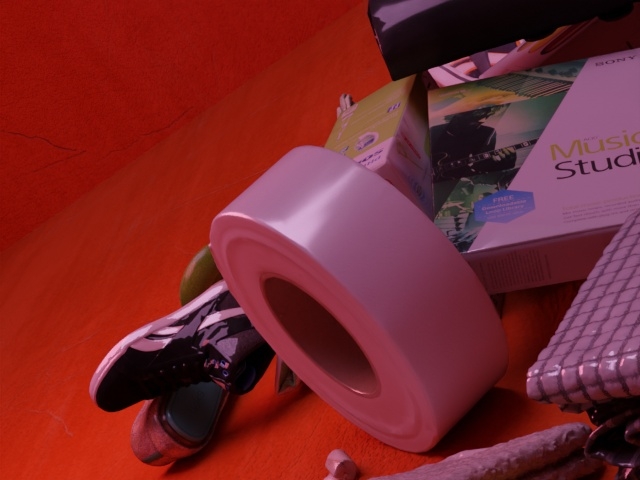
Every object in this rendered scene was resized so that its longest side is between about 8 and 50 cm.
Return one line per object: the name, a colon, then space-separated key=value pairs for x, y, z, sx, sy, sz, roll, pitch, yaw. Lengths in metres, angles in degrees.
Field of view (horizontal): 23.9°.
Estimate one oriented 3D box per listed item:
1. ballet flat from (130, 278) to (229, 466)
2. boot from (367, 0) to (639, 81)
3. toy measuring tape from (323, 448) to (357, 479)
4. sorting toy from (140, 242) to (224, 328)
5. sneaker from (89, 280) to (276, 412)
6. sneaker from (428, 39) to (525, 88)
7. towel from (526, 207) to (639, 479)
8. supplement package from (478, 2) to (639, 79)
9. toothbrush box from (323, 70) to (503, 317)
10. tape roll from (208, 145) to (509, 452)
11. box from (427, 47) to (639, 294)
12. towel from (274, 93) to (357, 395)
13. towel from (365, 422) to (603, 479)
ballet flat: x=-0.148 y=0.154 z=1.813 sx=0.106 sy=0.107 sz=0.316 roll=-43 pitch=8 yaw=37
boot: x=0.265 y=-0.260 z=1.527 sx=0.445 sy=0.146 sz=0.367 roll=-10 pitch=21 yaw=8
toy measuring tape: x=-0.123 y=0.273 z=1.375 sx=0.330 sy=0.121 sz=0.121 roll=-39 pitch=15 yaw=-7
sorting toy: x=-0.085 y=0.060 z=2.008 sx=0.365 sy=0.127 sz=0.126 roll=-45 pitch=46 yaw=-16
sneaker: x=-0.144 y=0.140 z=1.653 sx=0.217 sy=0.079 sz=0.121 roll=-36 pitch=50 yaw=-4
sneaker: x=0.233 y=-0.207 z=1.987 sx=0.127 sy=0.126 sz=0.321 roll=-43 pitch=27 yaw=-7
towel: x=0.312 y=0.046 z=1.080 sx=0.235 sy=0.121 sz=0.284 roll=-20 pitch=21 yaw=42
supplement package: x=0.330 y=-0.205 z=1.738 sx=0.244 sy=0.134 sz=0.139 roll=-38 pitch=15 yaw=-5
toothbrush box: x=0.100 y=-0.035 z=1.610 sx=0.122 sy=0.206 sz=0.283 roll=-29 pitch=16 yaw=24
tape roll: x=0.030 y=0.054 z=1.352 sx=0.100 sy=0.286 sz=0.286 roll=-43 pitch=16 yaw=-19
box: x=0.222 y=-0.071 z=1.437 sx=0.232 sy=0.058 sz=0.322 roll=-11 pitch=31 yaw=9
towel: x=0.000 y=0.000 z=1.740 sx=0.038 sy=0.248 sz=0.325 roll=9 pitch=29 yaw=6
towel: x=0.064 y=0.194 z=1.101 sx=0.187 sy=0.049 sz=0.282 roll=-24 pitch=-8 yaw=40
